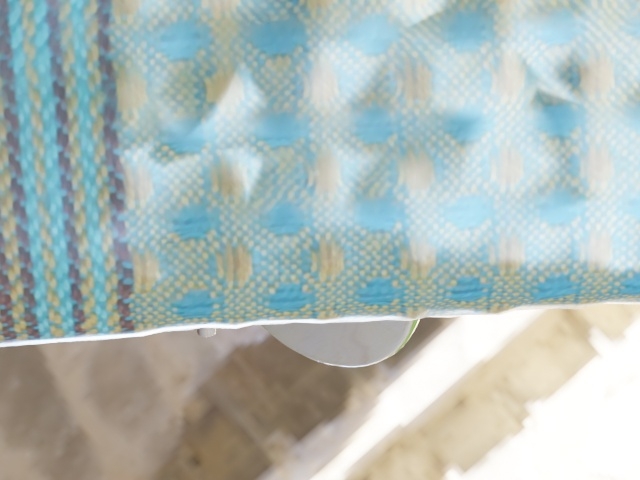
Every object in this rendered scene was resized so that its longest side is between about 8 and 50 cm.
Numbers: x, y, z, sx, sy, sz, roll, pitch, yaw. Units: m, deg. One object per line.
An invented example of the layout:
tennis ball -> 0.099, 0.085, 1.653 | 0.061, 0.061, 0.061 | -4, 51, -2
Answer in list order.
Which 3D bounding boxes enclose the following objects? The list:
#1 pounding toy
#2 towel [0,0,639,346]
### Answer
pounding toy -> 0.000, 0.000, 1.680 | 0.237, 0.110, 0.183 | 8, 124, 31
towel -> -0.019, -0.112, 0.298 | 0.040, 0.370, 0.271 | -114, 23, -68
